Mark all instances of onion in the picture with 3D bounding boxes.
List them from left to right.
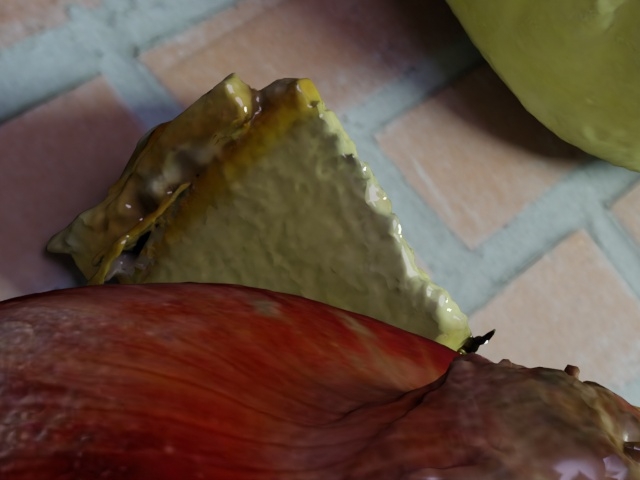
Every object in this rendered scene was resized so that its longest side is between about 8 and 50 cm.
[{"bbox_3d":[-0.026,0.163,0.504,0.341,0.341,0.341,17,55,-26],"label":"onion"}]

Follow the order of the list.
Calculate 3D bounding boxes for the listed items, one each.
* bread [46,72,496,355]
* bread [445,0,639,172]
[{"bbox_3d":[0.000,0.000,0.750,0.147,0.127,0.152,52,31,3],"label":"bread"},{"bbox_3d":[0.187,-0.199,0.897,0.320,0.237,0.320,17,52,-23],"label":"bread"}]
